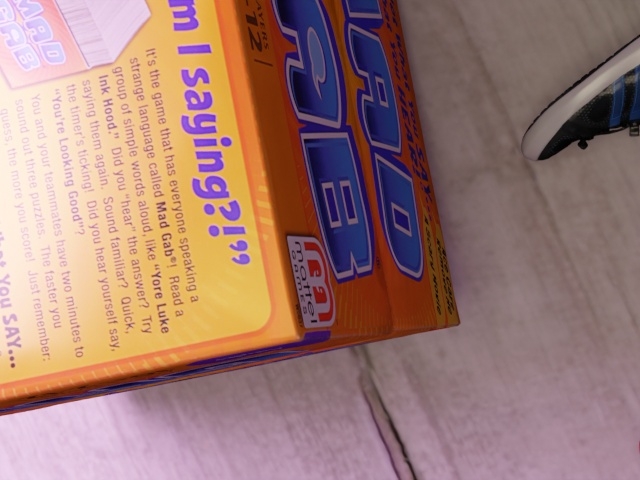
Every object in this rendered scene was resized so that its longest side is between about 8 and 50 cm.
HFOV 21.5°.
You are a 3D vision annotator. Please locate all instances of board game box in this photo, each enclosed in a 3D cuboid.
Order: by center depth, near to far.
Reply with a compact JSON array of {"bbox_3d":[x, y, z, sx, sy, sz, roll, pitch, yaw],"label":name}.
[{"bbox_3d":[-0.147,-0.076,1.150,0.356,0.356,0.357,-12,84,19],"label":"board game box"}]

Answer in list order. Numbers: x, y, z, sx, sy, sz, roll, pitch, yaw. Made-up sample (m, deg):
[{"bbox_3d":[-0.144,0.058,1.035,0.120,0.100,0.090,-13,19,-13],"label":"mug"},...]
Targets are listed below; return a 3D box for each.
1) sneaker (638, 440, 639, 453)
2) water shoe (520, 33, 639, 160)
[{"bbox_3d":[0.341,0.124,1.221,0.225,0.088,0.093,-17,75,18],"label":"sneaker"},{"bbox_3d":[0.237,-0.104,1.208,0.203,0.073,0.080,-37,90,20],"label":"water shoe"}]
